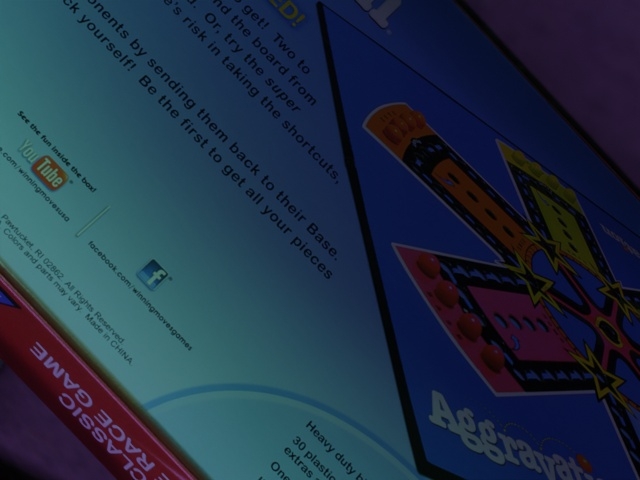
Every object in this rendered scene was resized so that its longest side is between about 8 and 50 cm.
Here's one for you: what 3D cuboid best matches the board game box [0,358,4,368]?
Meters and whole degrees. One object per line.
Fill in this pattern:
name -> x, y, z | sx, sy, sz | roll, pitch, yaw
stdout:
board game box -> -0.188, -0.012, 0.626 | 0.193, 0.045, 0.147 | 46, 146, 1

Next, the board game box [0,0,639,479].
board game box -> 0.000, 0.000, 0.412 | 0.281, 0.145, 0.027 | 47, 143, -3
